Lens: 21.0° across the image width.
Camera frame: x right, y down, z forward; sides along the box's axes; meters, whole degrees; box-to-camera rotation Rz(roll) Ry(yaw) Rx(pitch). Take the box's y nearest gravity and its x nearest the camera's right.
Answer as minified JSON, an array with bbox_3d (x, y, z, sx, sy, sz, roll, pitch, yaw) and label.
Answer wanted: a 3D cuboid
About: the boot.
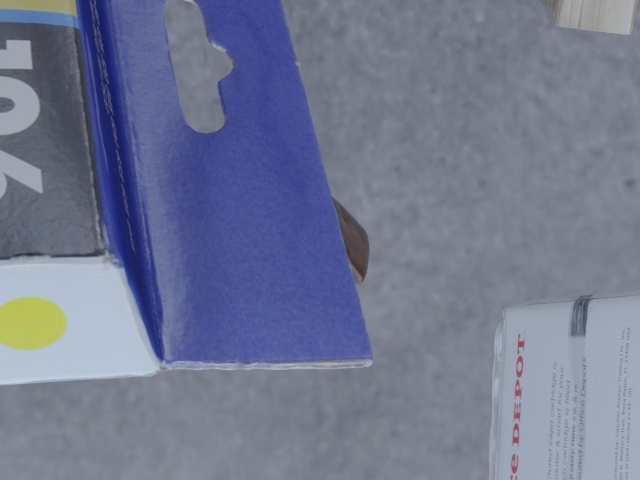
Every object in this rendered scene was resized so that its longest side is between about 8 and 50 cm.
[{"bbox_3d":[0.000,0.000,0.970,0.037,0.106,0.114,-20,136,14],"label":"boot"}]

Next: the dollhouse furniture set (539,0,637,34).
[{"bbox_3d":[0.240,-0.175,0.976,0.242,0.161,0.212,5,108,-8],"label":"dollhouse furniture set"}]

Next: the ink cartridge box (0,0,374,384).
[{"bbox_3d":[-0.155,-0.080,0.594,0.307,0.303,0.072,-4,136,-11],"label":"ink cartridge box"}]

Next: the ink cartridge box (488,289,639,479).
[{"bbox_3d":[0.163,0.106,0.823,0.092,0.158,0.218,6,174,-19],"label":"ink cartridge box"}]
